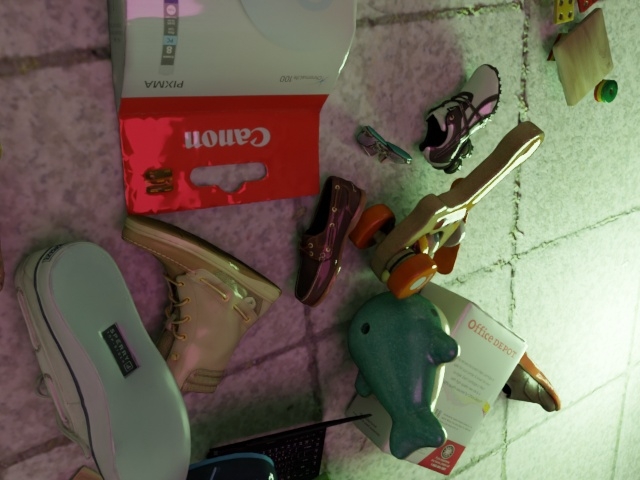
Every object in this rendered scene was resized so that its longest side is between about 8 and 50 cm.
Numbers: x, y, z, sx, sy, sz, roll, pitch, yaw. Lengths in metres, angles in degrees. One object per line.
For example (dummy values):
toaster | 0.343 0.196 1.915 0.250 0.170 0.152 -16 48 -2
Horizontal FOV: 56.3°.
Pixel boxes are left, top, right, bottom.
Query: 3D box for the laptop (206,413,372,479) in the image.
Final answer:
laptop | -0.059 0.392 0.997 0.234 0.136 0.265 -2 108 -32

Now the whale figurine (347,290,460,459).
whale figurine | 0.125 0.208 0.980 0.141 0.272 0.216 28 135 -36

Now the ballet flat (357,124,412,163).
ballet flat | 0.100 -0.147 0.972 0.114 0.041 0.041 26 92 -37

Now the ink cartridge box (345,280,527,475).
ink cartridge box | 0.225 0.266 1.143 0.226 0.131 0.306 35 85 -36

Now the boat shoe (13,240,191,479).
boat shoe | -0.295 0.181 0.766 0.136 0.156 0.367 -40 117 -49

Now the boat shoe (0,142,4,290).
boat shoe | -0.401 -0.056 0.643 0.089 0.104 0.285 -38 140 -63

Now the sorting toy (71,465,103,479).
sorting toy | -0.340 0.375 0.883 0.062 0.012 0.083 -51 123 -13

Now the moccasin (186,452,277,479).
moccasin | -0.209 0.424 0.855 0.341 0.117 0.138 -29 127 7

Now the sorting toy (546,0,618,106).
sorting toy | 0.487 -0.356 1.139 0.132 0.046 0.275 -42 125 -14

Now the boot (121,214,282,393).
boot | -0.197 0.097 0.826 0.262 0.095 0.204 35 88 -43

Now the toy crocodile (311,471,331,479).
toy crocodile | 0.076 0.506 1.133 0.115 0.105 0.340 -39 145 12

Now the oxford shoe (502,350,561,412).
oxford shoe | 0.461 0.324 1.360 0.098 0.097 0.271 -38 122 8

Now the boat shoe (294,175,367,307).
boat shoe | 0.000 0.000 0.936 0.073 0.073 0.207 22 87 -38

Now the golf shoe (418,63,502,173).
golf shoe | 0.234 -0.214 1.007 0.093 0.077 0.198 22 93 -37

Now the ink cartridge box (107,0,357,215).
ink cartridge box | -0.104 -0.223 0.772 0.308 0.091 0.385 -9 111 -30

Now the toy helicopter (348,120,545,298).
toy helicopter | 0.230 -0.052 0.998 0.355 0.140 0.235 -44 155 14
